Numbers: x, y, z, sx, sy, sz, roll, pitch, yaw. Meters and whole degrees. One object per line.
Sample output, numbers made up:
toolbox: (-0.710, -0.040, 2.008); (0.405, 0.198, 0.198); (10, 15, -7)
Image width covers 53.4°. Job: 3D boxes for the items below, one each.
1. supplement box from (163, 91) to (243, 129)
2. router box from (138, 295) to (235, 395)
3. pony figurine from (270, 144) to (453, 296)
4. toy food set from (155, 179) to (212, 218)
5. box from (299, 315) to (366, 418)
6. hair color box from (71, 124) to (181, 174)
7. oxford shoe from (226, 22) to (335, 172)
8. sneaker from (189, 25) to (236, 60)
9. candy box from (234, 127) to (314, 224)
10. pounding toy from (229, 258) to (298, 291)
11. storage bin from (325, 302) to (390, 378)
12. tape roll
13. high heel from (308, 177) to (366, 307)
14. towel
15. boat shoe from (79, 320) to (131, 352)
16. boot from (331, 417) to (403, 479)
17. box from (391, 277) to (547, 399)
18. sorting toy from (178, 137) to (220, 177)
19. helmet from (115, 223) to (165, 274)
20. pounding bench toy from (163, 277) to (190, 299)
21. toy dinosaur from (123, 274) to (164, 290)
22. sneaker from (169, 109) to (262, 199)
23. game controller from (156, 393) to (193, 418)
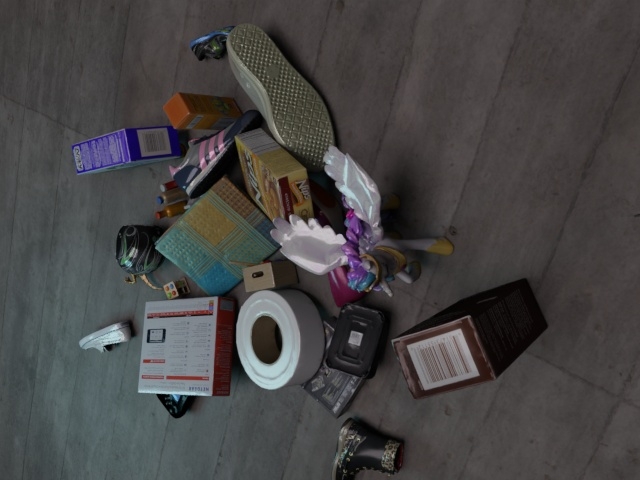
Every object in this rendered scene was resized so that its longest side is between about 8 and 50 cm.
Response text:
supplement box: (-0.328, -0.364, 1.809); (0.080, 0.233, 0.078); (-37, 78, 29)
router box: (-0.430, 0.338, 2.029); (0.336, 0.082, 0.301); (-6, 75, 34)
pony figurine: (0.109, -0.019, 1.508); (0.351, 0.363, 0.302); (44, 120, 19)
toy food set: (-0.425, -0.134, 1.951); (0.232, 0.105, 0.111); (-10, 102, 51)
box: (0.041, 0.361, 1.809); (0.183, 0.056, 0.231); (38, 117, 23)
hair color box: (-0.617, -0.283, 2.012); (0.339, 0.185, 0.110); (-1, 100, 44)
oxford shoe: (-0.107, -0.381, 1.735); (0.449, 0.169, 0.130); (56, 163, 3)
sneaker: (-0.296, -0.573, 1.861); (0.188, 0.067, 0.078); (-9, 115, 32)
candy box: (-0.123, -0.156, 1.684); (0.316, 0.088, 0.182); (46, 150, 51)
pounding toy: (-0.166, 0.092, 1.848); (0.141, 0.130, 0.100); (-13, 85, 34)
storage bin: (0.100, 0.267, 1.687); (0.122, 0.084, 0.180); (14, 81, 20)
tape roll: (-0.121, 0.279, 1.834); (0.286, 0.100, 0.286); (0, 91, 46)
high heel: (0.000, 0.000, 1.726); (0.181, 0.127, 0.377); (-43, 75, 27)
towel: (-0.300, 0.000, 1.920); (0.271, 0.040, 0.370); (44, 122, -11)
boat shoe: (-0.789, 0.370, 2.332); (0.258, 0.095, 0.084); (-26, 80, 35)
boot: (0.130, 0.633, 1.786); (0.179, 0.085, 0.236); (14, 106, 28)
box: (0.338, 0.204, 1.391); (0.191, 0.381, 0.143); (-25, 83, 33)
sorting toy: (-0.350, -0.219, 1.949); (0.274, 0.046, 0.132); (53, 136, 14)
helmet: (-0.591, 0.033, 2.099); (0.170, 0.169, 0.161); (-4, 80, 34)
pounding bench toy: (-0.488, 0.166, 2.114); (0.083, 0.065, 0.052); (-25, 85, 34)
toy dinosaur: (-0.620, 0.113, 2.192); (0.112, 0.064, 0.211); (-35, 79, 31)
sneaker: (-0.307, -0.275, 1.827); (0.131, 0.112, 0.319); (43, 91, 12)
game controller: (-0.474, 0.448, 2.157); (0.166, 0.067, 0.319); (36, 116, 23)
